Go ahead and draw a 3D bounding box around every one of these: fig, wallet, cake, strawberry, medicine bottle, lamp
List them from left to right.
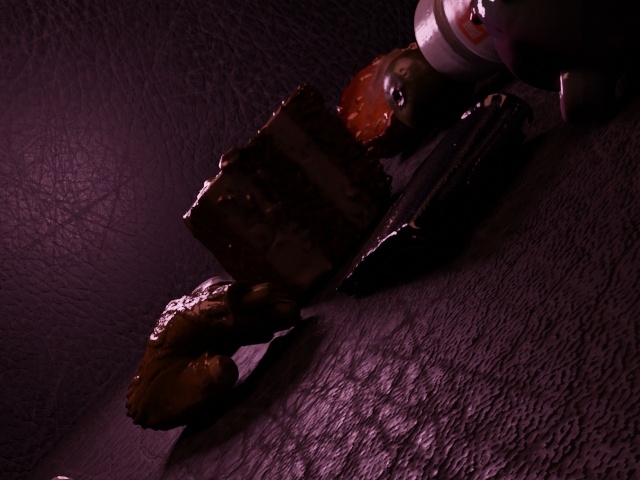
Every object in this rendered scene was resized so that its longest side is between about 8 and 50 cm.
[{"bbox_3d":[-0.064,-0.065,1.321,0.290,0.256,0.282,-45,6,-19],"label":"cake"},{"bbox_3d":[0.165,-0.277,1.631,0.265,0.149,0.336,-14,39,36],"label":"strawberry"},{"bbox_3d":[0.128,-0.041,0.914,0.221,0.071,0.262,-55,7,-25],"label":"wallet"},{"bbox_3d":[0.245,-0.299,1.433,0.259,0.151,0.151,-23,-3,-24],"label":"fig"},{"bbox_3d":[0.306,-0.393,1.175,0.211,0.211,0.371,-49,8,-18],"label":"medicine bottle"},{"bbox_3d":[0.259,-0.289,0.718,0.247,0.301,0.247,-6,44,12],"label":"lamp"}]

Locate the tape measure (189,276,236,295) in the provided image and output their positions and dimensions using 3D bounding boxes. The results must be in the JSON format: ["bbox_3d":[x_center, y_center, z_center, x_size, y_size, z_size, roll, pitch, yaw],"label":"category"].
[{"bbox_3d":[-0.247,0.166,1.610,0.236,0.120,0.197,-29,24,51],"label":"tape measure"}]

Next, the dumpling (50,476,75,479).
[{"bbox_3d":[-0.433,0.448,1.226,0.199,0.118,0.136,4,50,52],"label":"dumpling"}]

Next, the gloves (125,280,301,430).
[{"bbox_3d":[-0.179,0.162,1.146,0.356,0.155,0.203,-37,15,32],"label":"gloves"}]
